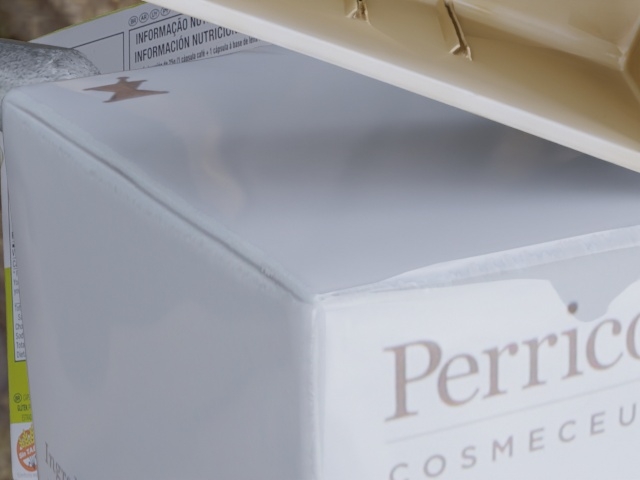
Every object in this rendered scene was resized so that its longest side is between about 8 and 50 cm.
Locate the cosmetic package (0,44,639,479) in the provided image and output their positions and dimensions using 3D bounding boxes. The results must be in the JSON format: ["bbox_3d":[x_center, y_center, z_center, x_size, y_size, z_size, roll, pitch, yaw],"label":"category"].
[{"bbox_3d":[0.069,0.124,0.789,0.329,0.327,0.393,-12,112,-25],"label":"cosmetic package"}]

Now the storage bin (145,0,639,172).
[{"bbox_3d":[0.055,-0.191,0.583,0.262,0.123,0.260,18,111,-8],"label":"storage bin"}]

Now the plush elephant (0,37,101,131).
[{"bbox_3d":[-0.321,0.000,0.924,0.272,0.330,0.255,-22,122,-72],"label":"plush elephant"}]

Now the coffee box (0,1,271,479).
[{"bbox_3d":[0.000,0.000,1.258,0.338,0.338,0.334,3,80,-47],"label":"coffee box"}]
